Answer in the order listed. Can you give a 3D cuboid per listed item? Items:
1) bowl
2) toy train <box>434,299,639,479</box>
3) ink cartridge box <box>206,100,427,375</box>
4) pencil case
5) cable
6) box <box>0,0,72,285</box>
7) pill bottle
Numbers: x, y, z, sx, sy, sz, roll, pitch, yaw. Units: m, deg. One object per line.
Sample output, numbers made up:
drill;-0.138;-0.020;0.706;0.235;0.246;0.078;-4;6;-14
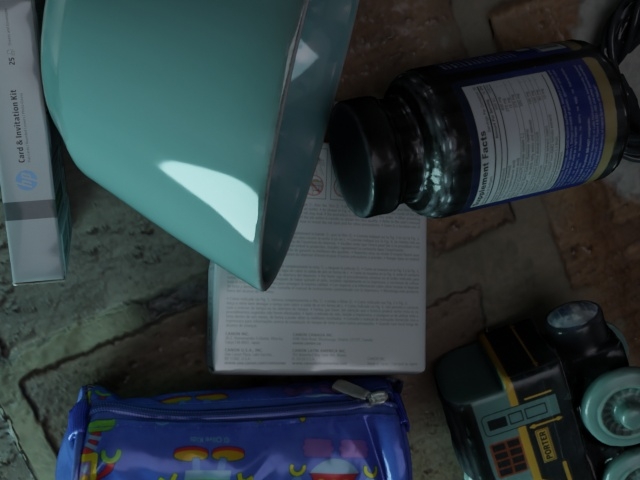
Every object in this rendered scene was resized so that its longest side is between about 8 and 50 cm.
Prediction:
bowl;-0.073;-0.136;0.576;0.163;0.311;0.311;16;101;3
toy train;0.234;0.219;0.819;0.190;0.142;0.333;-18;111;4
ink cartridge box;0.000;0.000;0.749;0.189;0.066;0.232;3;82;-15
pencil case;-0.065;0.177;0.732;0.306;0.119;0.133;1;123;-14
cable;0.315;-0.163;0.780;0.151;0.047;0.184;2;107;-9
box;-0.207;-0.078;0.615;0.038;0.145;0.186;-4;107;-13
pill bottle;0.124;-0.086;0.697;0.219;0.123;0.122;-13;108;-15
